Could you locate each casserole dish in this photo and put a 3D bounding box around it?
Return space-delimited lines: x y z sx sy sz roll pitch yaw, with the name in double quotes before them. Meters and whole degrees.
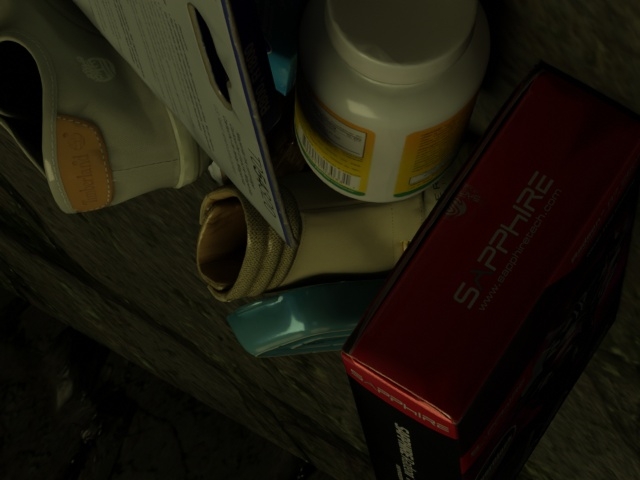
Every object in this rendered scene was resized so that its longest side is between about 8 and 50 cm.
"casserole dish" 0.016 0.059 1.331 0.188 0.037 0.114 -1 164 -44

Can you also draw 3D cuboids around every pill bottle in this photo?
"pill bottle" 0.043 -0.108 1.086 0.117 0.118 0.208 33 165 8

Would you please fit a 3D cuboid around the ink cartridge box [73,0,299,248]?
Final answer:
"ink cartridge box" -0.108 -0.196 1.022 0.330 0.071 0.324 47 165 27

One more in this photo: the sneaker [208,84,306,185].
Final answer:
"sneaker" -0.095 -0.112 1.358 0.153 0.099 0.282 33 177 10

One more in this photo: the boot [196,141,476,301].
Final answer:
"boot" 0.000 0.000 1.337 0.262 0.203 0.095 145 113 -71

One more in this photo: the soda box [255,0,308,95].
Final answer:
"soda box" -0.023 -0.172 1.122 0.067 0.071 0.210 36 165 5

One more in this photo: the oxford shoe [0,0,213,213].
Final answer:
"oxford shoe" -0.236 -0.165 1.318 0.449 0.130 0.169 45 154 43

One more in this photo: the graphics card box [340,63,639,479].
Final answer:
"graphics card box" 0.124 0.065 1.220 0.094 0.233 0.371 30 163 15
